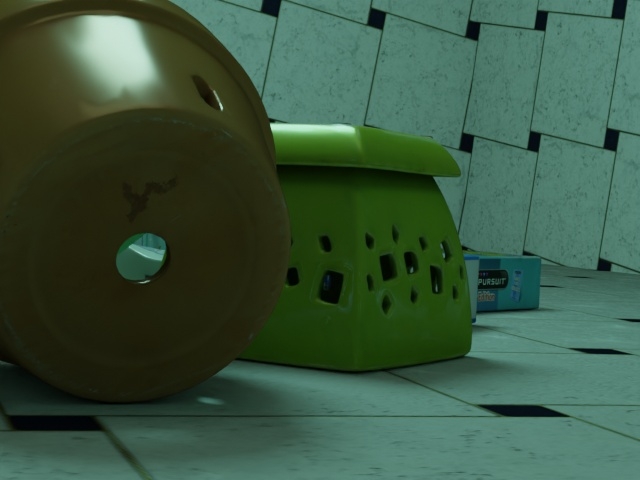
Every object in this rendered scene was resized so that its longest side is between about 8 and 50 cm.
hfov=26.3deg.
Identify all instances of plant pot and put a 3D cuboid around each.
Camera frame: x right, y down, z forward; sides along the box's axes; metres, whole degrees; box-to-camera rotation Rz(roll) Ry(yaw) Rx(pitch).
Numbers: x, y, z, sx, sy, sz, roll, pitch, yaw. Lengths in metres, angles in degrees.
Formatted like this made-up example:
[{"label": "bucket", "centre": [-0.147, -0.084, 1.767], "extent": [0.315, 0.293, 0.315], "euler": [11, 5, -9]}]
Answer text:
[{"label": "plant pot", "centre": [0.000, 0.000, 1.247], "extent": [0.227, 0.207, 0.228], "euler": [3, 1, 31]}, {"label": "plant pot", "centre": [-0.148, -0.019, 0.940], "extent": [0.290, 0.291, 0.203], "euler": [2, 19, -24]}]

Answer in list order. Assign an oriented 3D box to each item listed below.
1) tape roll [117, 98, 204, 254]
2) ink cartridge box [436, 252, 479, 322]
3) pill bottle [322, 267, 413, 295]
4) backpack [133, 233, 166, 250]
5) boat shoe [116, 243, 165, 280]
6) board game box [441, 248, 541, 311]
[{"label": "tape roll", "centre": [-0.233, -0.044, 1.256], "extent": [0.321, 0.077, 0.321], "euler": [-36, -9, -7]}, {"label": "ink cartridge box", "centre": [0.067, 0.052, 1.607], "extent": [0.203, 0.086, 0.148], "euler": [3, 2, 25]}, {"label": "pill bottle", "centre": [0.003, 0.041, 1.449], "extent": [0.186, 0.112, 0.112], "euler": [4, 2, 36]}, {"label": "backpack", "centre": [-0.191, -0.007, 1.785], "extent": [0.144, 0.166, 0.188], "euler": [0, 0, -37]}, {"label": "boat shoe", "centre": [-0.191, 0.049, 1.614], "extent": [0.227, 0.079, 0.081], "euler": [9, -5, 25]}, {"label": "board game box", "centre": [0.113, 0.050, 1.899], "extent": [0.253, 0.079, 0.336], "euler": [4, 2, 38]}]
